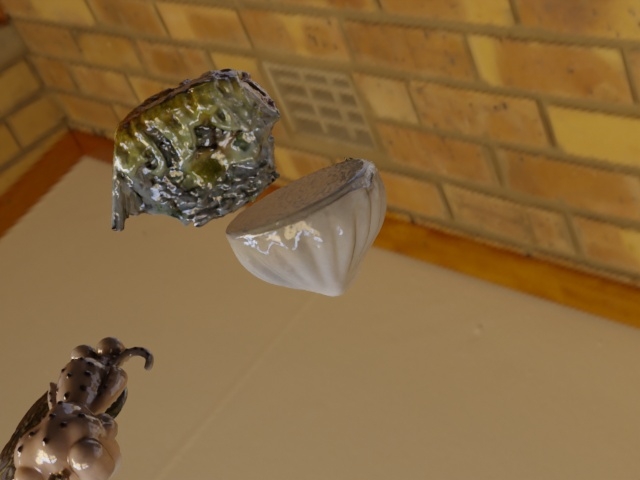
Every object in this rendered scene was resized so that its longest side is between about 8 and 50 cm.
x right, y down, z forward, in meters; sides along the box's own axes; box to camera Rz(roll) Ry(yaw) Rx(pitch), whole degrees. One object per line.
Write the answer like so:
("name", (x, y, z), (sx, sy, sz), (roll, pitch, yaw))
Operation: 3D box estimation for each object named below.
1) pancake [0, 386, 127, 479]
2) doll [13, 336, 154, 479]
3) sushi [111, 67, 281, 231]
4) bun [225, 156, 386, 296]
("pancake", (-0.424, 0.298, 1.888), (0.250, 0.031, 0.250), (-28, -156, 14))
("doll", (-0.330, 0.243, 1.610), (0.154, 0.119, 0.278), (-12, -146, 23))
("sushi", (-0.180, -0.121, 1.608), (0.274, 0.184, 0.139), (-26, -163, 1))
("bun", (0.000, 0.000, 1.787), (0.263, 0.175, 0.263), (-25, -168, 6))
